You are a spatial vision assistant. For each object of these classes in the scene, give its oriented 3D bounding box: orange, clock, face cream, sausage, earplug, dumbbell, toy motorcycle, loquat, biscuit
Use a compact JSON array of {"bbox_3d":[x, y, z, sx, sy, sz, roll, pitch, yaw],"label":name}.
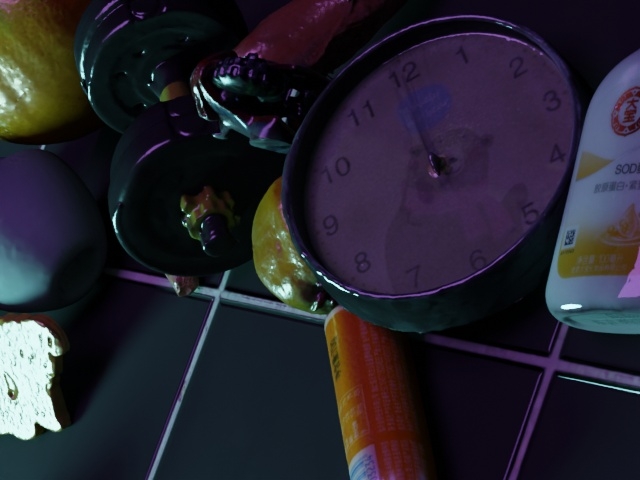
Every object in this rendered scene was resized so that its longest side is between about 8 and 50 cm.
[{"bbox_3d":[-0.281,-0.255,2.149,0.310,0.274,0.274,-40,40,20],"label":"orange"},{"bbox_3d":[0.096,-0.061,1.594,0.280,0.055,0.281,-15,57,24],"label":"clock"},{"bbox_3d":[0.253,-0.074,1.455,0.144,0.071,0.291,-1,68,51],"label":"face cream"},{"bbox_3d":[-0.158,0.011,2.000,0.030,0.035,0.147,-30,37,-6],"label":"sausage"},{"bbox_3d":[-0.358,0.003,2.168,0.214,0.175,0.325,-46,18,-27],"label":"earplug"},{"bbox_3d":[-0.137,-0.121,1.920,0.185,0.185,0.388,-48,38,24],"label":"dumbbell"},{"bbox_3d":[-0.034,-0.113,1.738,0.122,0.213,0.082,13,79,45],"label":"toy motorcycle"},{"bbox_3d":[0.000,0.000,1.722,0.137,0.113,0.137,-15,65,36],"label":"loquat"},{"bbox_3d":[0.052,0.154,1.586,0.071,0.071,0.234,-41,39,31],"label":"sausage"},{"bbox_3d":[0.043,-0.246,1.807,0.326,0.087,0.079,-47,8,0],"label":"sausage"},{"bbox_3d":[-0.336,0.147,2.089,0.250,0.035,0.162,-35,82,44],"label":"biscuit"}]
